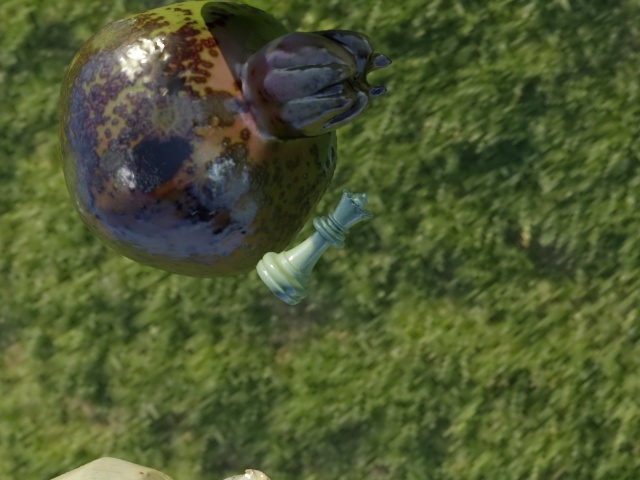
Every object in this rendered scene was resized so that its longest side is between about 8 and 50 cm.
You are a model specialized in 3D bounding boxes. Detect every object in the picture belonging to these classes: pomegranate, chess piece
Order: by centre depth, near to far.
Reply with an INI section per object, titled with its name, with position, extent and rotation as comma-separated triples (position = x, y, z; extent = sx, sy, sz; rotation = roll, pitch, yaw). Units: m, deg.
[chess piece]
position = 0.000, 0.000, 1.107
extent = 0.093, 0.042, 0.042
rotation = -45, 78, 10
[pomegranate]
position = -0.081, -0.109, 1.487
extent = 0.341, 0.285, 0.285
rotation = -19, 100, 45

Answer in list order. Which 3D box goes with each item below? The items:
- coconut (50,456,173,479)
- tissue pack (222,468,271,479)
[coconut]
position = -0.157, 0.233, 1.042
extent = 0.162, 0.161, 0.161
rotation = -31, 91, 14
[tissue pack]
position = -0.029, 0.292, 1.332
extent = 0.222, 0.090, 0.186
rotation = 35, 142, -15
